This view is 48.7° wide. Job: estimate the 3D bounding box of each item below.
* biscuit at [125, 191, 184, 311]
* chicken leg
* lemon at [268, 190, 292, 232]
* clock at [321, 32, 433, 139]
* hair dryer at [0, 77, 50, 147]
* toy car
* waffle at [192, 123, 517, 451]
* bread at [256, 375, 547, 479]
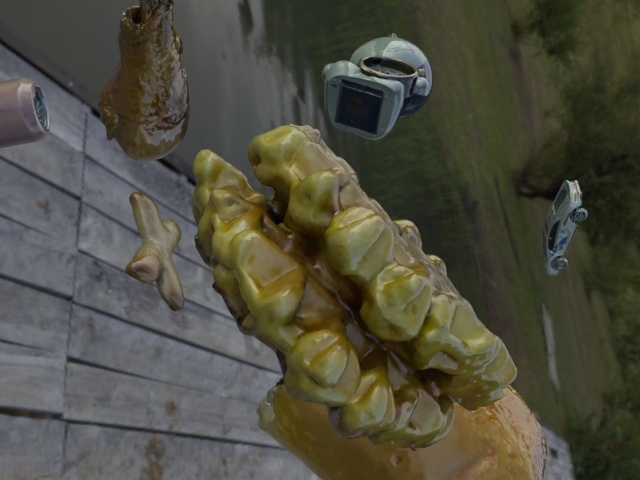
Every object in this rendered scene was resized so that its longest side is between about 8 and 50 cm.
[{"bbox_3d":[-0.320,0.018,1.391,0.164,0.047,0.208,49,22,-48],"label":"biscuit"},{"bbox_3d":[-0.340,-0.376,1.414,0.295,0.182,0.409,-83,-178,-48],"label":"chicken leg"},{"bbox_3d":[0.000,0.000,1.014,0.184,0.184,0.248,-73,150,-52],"label":"lemon"},{"bbox_3d":[0.100,-0.268,1.219,0.243,0.199,0.147,-47,148,-56],"label":"clock"},{"bbox_3d":[-0.533,-0.184,1.031,0.344,0.189,0.107,-128,-152,-81],"label":"hair dryer"},{"bbox_3d":[0.476,-0.022,1.406,0.095,0.056,0.205,-76,177,-55],"label":"toy car"},{"bbox_3d":[0.035,0.047,0.612,0.261,0.151,0.324,58,14,29],"label":"waffle"},{"bbox_3d":[0.152,0.253,1.063,0.394,0.250,0.361,37,19,14],"label":"bread"}]
